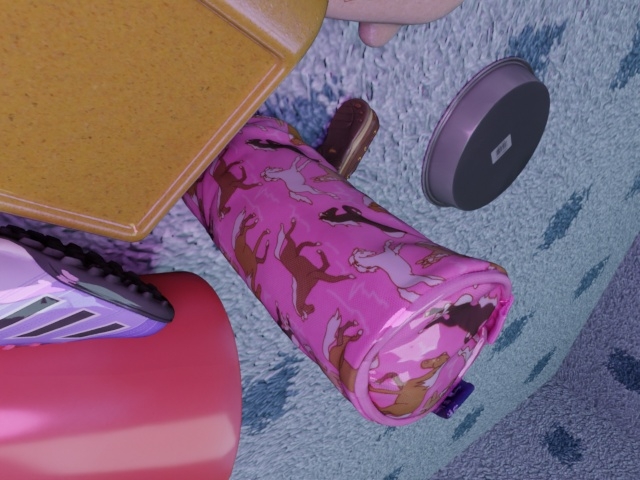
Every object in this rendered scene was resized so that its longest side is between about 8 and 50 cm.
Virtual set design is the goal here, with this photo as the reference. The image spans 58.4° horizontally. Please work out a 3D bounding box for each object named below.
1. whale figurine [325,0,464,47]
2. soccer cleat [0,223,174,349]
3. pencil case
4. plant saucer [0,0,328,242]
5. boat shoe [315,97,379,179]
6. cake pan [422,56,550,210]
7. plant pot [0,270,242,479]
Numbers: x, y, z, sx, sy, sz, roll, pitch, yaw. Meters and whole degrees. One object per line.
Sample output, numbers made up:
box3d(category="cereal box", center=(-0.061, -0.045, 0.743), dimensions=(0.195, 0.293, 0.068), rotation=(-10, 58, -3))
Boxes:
box3d(category="whale figurine", center=(0.033, -0.294, 0.560), dimensions=(0.271, 0.141, 0.216), rotation=(-20, 143, 2))
box3d(category="soccer cleat", center=(-0.271, 0.042, 0.437), dimensions=(0.318, 0.108, 0.117), rotation=(22, 88, -35))
box3d(category="pencil case", center=(0.000, 0.000, 0.564), dimensions=(0.160, 0.386, 0.167), rotation=(-51, 135, 2))
box3d(category="plant saucer", center=(-0.178, -0.123, 0.436), dimensions=(0.332, 0.081, 0.332), rotation=(-44, 147, 20))
box3d(category="boat shoe", center=(0.022, -0.100, 0.766), dimensions=(0.060, 0.064, 0.178), rotation=(24, 102, -53))
box3d(category="cake pan", center=(0.301, -0.172, 1.015), dimensions=(0.293, 0.054, 0.293), rotation=(-28, 141, -26))
box3d(category="plant pot", center=(-0.250, 0.161, 0.574), dimensions=(0.243, 0.275, 0.275), rotation=(7, 119, -39))
